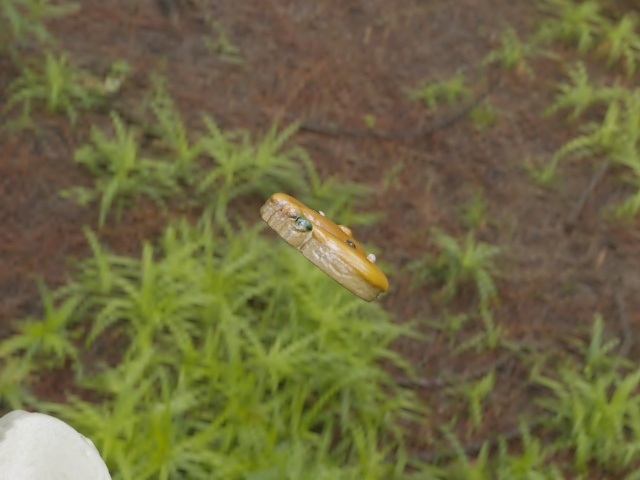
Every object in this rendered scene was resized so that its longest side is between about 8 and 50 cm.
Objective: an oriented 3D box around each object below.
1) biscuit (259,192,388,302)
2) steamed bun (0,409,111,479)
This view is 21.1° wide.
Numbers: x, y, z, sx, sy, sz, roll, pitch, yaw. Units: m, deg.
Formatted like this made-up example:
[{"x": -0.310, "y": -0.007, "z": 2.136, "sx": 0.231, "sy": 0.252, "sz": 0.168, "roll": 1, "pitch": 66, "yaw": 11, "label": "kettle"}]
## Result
[{"x": 0.003, "y": -0.003, "z": 1.883, "sx": 0.170, "sy": 0.050, "sz": 0.170, "roll": 39, "pitch": 3, "yaw": -2, "label": "biscuit"}, {"x": -0.334, "y": 0.355, "z": 1.558, "sx": 0.236, "sy": 0.247, "sz": 0.383, "roll": 48, "pitch": 50, "yaw": -12, "label": "steamed bun"}]
